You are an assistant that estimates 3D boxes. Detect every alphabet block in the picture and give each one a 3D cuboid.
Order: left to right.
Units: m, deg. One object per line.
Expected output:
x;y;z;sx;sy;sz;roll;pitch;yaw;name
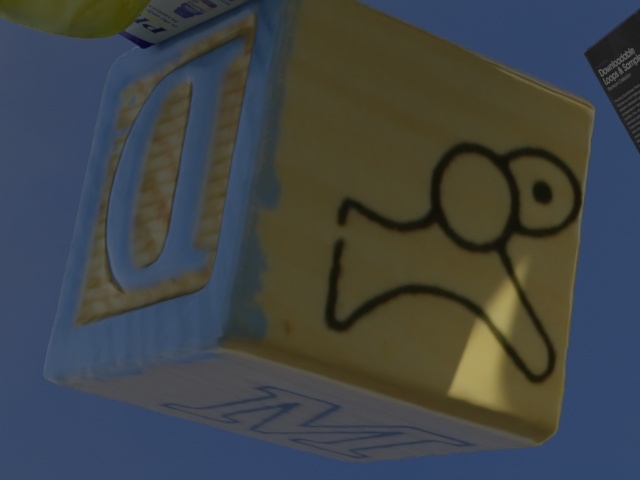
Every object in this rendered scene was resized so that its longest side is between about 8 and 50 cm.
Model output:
0.000;0.000;0.867;0.197;0.193;0.192;20;-108;-30;alphabet block

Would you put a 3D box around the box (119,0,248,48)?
-0.064;-0.176;0.821;0.072;0.137;0.126;29;-111;-28;box

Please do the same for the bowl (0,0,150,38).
-0.120;-0.223;0.556;0.289;0.289;0.156;35;-69;-31;bowl

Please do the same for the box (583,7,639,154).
0.264;-0.092;1.216;0.029;0.116;0.162;-28;-94;-24;box
